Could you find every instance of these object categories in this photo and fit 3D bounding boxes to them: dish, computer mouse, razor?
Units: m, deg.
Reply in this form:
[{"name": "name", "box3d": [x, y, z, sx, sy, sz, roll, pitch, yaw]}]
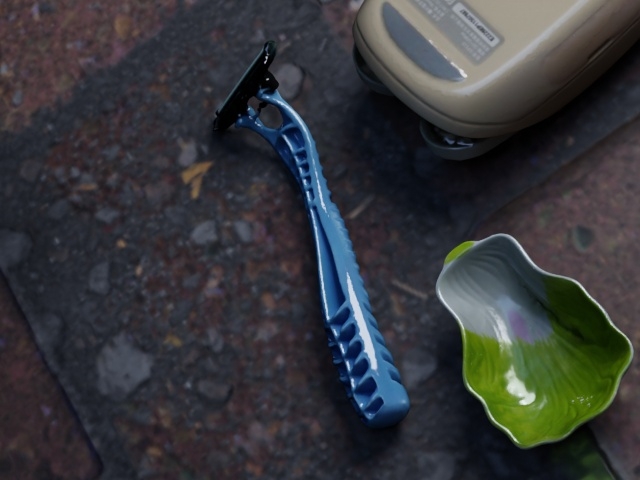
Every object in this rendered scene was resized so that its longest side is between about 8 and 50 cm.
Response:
[{"name": "dish", "box3d": [0.122, 0.058, 1.152, 0.091, 0.039, 0.137, -39, 60, 8]}, {"name": "computer mouse", "box3d": [0.130, -0.158, 1.210, 0.236, 0.082, 0.145, -45, 62, 1]}, {"name": "razor", "box3d": [0.000, 0.000, 1.219, 0.082, 0.042, 0.253, -51, 51, 45]}]
